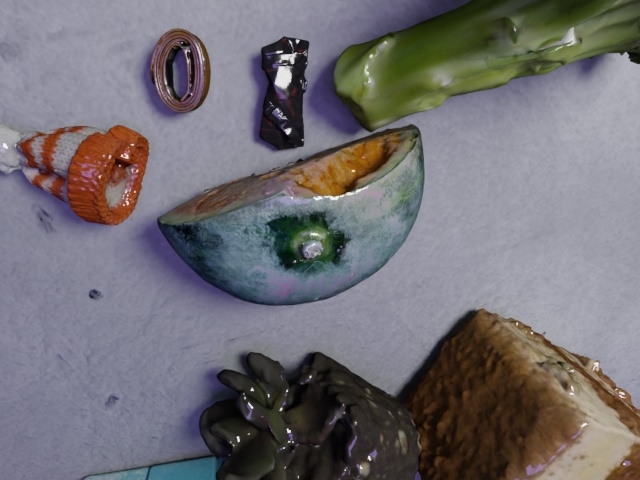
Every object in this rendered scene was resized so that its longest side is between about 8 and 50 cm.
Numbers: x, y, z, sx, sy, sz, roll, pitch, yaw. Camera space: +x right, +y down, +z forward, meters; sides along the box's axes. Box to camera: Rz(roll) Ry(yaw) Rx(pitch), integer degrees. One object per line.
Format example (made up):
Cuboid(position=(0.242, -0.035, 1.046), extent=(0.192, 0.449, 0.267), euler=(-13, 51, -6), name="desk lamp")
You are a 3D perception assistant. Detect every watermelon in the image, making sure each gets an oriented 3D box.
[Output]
Cuboid(position=(0.001, 0.002, 0.472), extent=(0.322, 0.175, 0.188), euler=(-22, 112, 0), name="watermelon")

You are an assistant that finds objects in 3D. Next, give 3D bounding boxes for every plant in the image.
Cuboid(position=(-0.014, 0.260, 0.567), extent=(0.276, 0.199, 0.188), euler=(25, 99, -21), name="plant")

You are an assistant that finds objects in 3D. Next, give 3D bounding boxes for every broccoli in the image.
Cuboid(position=(0.236, -0.232, 0.401), extent=(0.354, 0.397, 0.274), euler=(-1, 74, -30), name="broccoli")

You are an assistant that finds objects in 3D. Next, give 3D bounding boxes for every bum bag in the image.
Cuboid(position=(-0.042, -0.165, 0.476), extent=(0.058, 0.034, 0.124), euler=(-2, 112, -19), name="bum bag")

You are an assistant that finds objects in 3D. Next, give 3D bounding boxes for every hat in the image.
Cuboid(position=(-0.284, -0.087, 0.451), extent=(0.163, 0.093, 0.112), euler=(18, 97, 3), name="hat")

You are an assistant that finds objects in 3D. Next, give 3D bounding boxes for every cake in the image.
Cuboid(position=(0.308, 0.286, 0.590), extent=(0.291, 0.255, 0.281), euler=(30, 102, -23), name="cake")

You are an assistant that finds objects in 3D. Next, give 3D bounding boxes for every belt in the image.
Cuboid(position=(-0.152, -0.183, 0.452), extent=(0.059, 0.036, 0.083), euler=(5, 109, -5), name="belt")

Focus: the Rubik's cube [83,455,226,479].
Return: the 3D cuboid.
Cuboid(position=(-0.185, 0.539, 0.569), extent=(0.317, 0.321, 0.318), euler=(-6, 110, -6), name="Rubik's cube")
